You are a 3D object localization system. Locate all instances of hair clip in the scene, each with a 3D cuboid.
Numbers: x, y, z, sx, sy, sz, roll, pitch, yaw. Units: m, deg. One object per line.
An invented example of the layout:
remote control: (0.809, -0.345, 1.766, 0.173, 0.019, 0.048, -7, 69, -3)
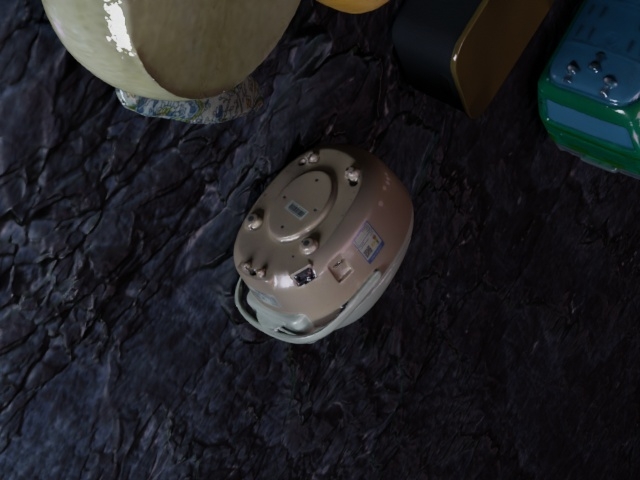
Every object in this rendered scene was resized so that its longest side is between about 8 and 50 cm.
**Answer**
hair clip: (-0.101, -0.132, 1.350, 0.229, 0.036, 0.066, 2, 94, -62)

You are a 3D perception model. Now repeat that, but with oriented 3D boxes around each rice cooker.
rice cooker: (0.000, 0.000, 1.538, 0.206, 0.145, 0.127, -51, 139, -18)

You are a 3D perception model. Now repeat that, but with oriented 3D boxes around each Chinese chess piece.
Chinese chess piece: (-0.103, -0.229, 1.175, 0.250, 0.101, 0.250, -38, 139, -42)

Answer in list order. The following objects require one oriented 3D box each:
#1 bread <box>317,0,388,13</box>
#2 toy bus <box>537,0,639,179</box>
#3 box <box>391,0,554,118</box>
bread: (0.030, -0.275, 1.413, 0.173, 0.085, 0.134, 5, 109, -62)
toy bus: (0.428, -0.267, 2.049, 0.343, 0.183, 0.199, -60, 148, -11)
box: (0.167, -0.249, 1.681, 0.201, 0.090, 0.144, -58, 153, -14)
